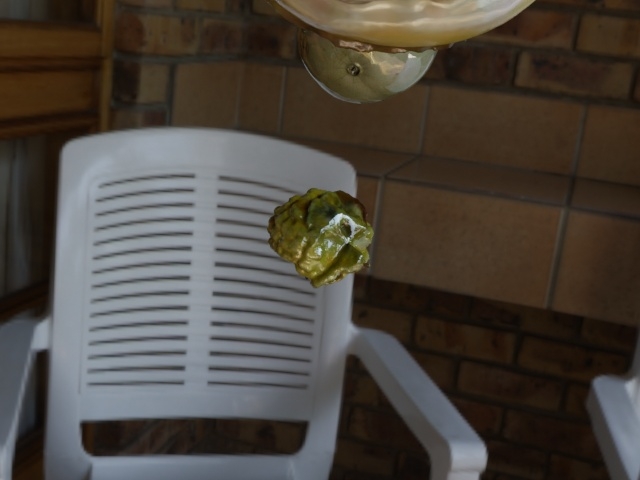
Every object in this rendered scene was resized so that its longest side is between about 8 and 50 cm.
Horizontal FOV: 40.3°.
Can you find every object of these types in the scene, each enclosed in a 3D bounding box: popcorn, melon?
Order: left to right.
[{"bbox_3d":[0.002,-0.001,1.670,0.218,0.189,0.169,-26,-9,-43],"label":"popcorn"},{"bbox_3d":[0.092,-0.398,1.602,0.269,0.268,0.330,8,44,7],"label":"melon"}]

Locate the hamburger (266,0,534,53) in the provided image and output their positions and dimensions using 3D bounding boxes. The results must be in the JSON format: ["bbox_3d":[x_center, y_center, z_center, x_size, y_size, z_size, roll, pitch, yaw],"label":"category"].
[{"bbox_3d":[0.064,-0.267,0.475,0.261,0.303,0.186,50,-5,7],"label":"hamburger"}]
